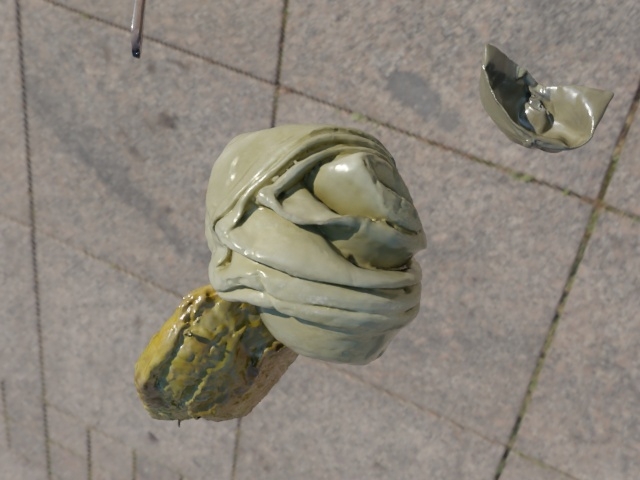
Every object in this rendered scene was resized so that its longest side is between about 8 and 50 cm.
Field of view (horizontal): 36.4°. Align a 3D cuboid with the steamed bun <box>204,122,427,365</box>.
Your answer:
[{"bbox_3d":[0.003,0.001,1.174,0.276,0.289,0.203,7,170,-16],"label":"steamed bun"}]

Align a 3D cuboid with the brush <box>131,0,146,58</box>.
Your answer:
[{"bbox_3d":[-0.221,-0.402,1.335,0.067,0.072,0.312,5,85,-4],"label":"brush"}]

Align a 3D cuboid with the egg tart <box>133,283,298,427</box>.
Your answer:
[{"bbox_3d":[-0.131,0.157,1.459,0.153,0.339,0.351,43,91,14],"label":"egg tart"}]

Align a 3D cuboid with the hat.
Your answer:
[{"bbox_3d":[0.256,-0.169,1.224,0.166,0.144,0.173,23,172,-1],"label":"hat"}]
